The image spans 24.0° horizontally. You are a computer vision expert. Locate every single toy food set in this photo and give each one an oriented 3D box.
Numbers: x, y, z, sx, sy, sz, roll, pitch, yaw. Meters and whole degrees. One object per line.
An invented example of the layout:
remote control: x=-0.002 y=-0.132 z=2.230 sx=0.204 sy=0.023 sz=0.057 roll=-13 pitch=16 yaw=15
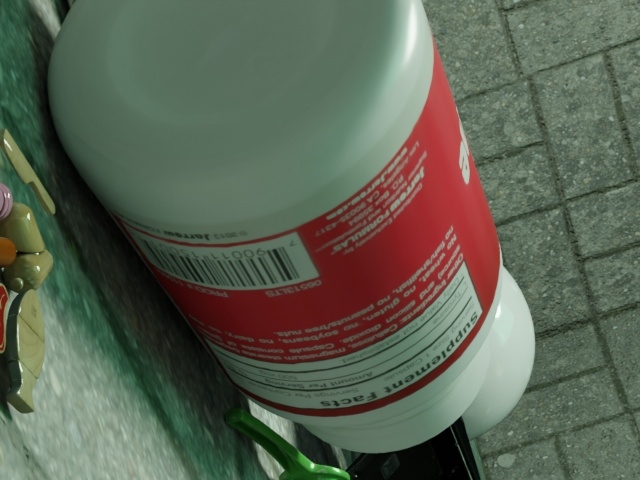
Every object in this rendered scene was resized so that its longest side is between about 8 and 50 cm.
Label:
toy food set: x=-0.147 y=0.011 z=0.681 sx=0.078 sy=0.019 sz=0.122 roll=65 pitch=17 yaw=-44

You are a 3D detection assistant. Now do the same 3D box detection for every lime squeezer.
lime squeezer: x=-0.006 y=0.228 z=1.187 sx=0.110 sy=0.059 sz=0.310 roll=-48 pitch=127 yaw=-44

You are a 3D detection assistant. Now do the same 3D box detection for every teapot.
teapot: x=0.097 y=0.121 z=1.630 sx=0.256 sy=0.252 sz=0.187 roll=56 pitch=30 yaw=13

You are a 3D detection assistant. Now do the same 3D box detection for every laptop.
laptop: x=0.067 y=0.206 z=1.402 sx=0.136 sy=0.264 sz=0.234 roll=25 pitch=-30 yaw=42

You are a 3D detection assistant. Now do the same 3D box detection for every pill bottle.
pill bottle: x=-0.003 y=-0.016 z=1.018 sx=0.407 sy=0.229 sz=0.229 roll=63 pitch=11 yaw=-54

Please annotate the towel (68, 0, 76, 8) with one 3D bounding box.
towel: x=-0.180 y=-0.280 z=1.119 sx=0.248 sy=0.038 sz=0.325 roll=37 pitch=34 yaw=-81
